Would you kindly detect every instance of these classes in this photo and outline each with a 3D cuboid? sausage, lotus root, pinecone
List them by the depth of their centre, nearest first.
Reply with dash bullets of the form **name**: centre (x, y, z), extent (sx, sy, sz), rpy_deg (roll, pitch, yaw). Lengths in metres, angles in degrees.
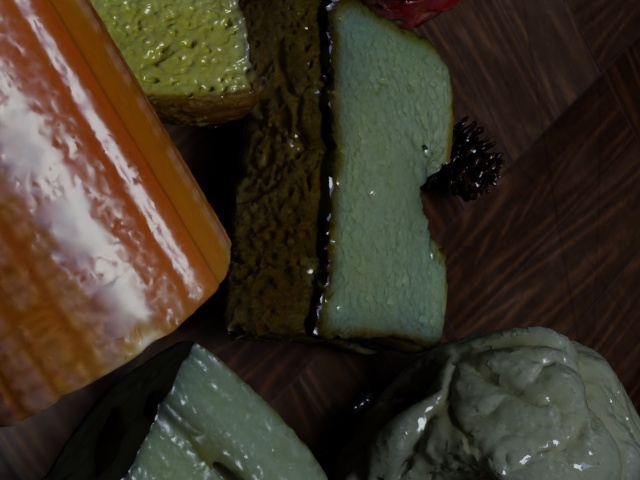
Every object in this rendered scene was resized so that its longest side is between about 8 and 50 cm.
- **sausage**: centre (-0.219, -0.054, 1.089), extent (0.233, 0.233, 0.287), rpy_deg (-40, 107, -36)
- **lotus root**: centre (-0.087, 0.258, 1.204), extent (0.260, 0.149, 0.267), rpy_deg (43, 53, -24)
- **pinecone**: centre (0.121, -0.074, 1.470), extent (0.077, 0.083, 0.077), rpy_deg (-59, 163, -31)

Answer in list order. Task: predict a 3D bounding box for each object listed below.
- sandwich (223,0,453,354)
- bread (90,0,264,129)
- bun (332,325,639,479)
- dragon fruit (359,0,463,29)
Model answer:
- **sandwich**: centre (0.025, -0.047, 1.328), extent (0.249, 0.095, 0.273), rpy_deg (15, 74, -58)
- **bread**: centre (-0.132, -0.137, 1.224), extent (0.187, 0.065, 0.103), rpy_deg (0, 67, 2)
- **bun**: centre (0.124, 0.186, 1.331), extent (0.281, 0.281, 0.205), rpy_deg (-36, 87, -37)
- **dragon fruit**: centre (0.065, -0.219, 1.437), extent (0.153, 0.153, 0.111), rpy_deg (-55, 153, -31)
